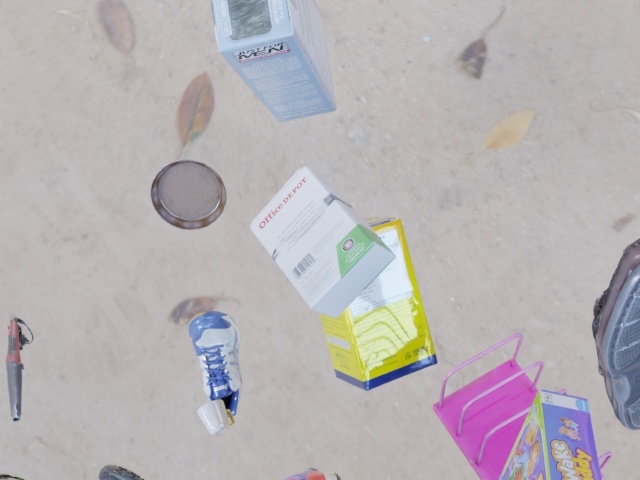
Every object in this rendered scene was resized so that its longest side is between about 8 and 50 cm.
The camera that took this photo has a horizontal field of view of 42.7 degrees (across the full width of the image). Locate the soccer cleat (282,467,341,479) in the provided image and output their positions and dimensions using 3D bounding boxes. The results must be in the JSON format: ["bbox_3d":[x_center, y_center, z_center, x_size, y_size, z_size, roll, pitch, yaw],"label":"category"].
[{"bbox_3d":[-0.048,0.527,1.705,0.116,0.318,0.108,5,72,-13],"label":"soccer cleat"}]

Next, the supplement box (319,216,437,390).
[{"bbox_3d":[0.109,0.139,1.916,0.194,0.195,0.356,-17,97,-20],"label":"supplement box"}]

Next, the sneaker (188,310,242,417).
[{"bbox_3d":[-0.225,0.286,1.866,0.112,0.131,0.296,-13,134,-2],"label":"sneaker"}]

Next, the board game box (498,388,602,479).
[{"bbox_3d":[0.331,0.423,1.180,0.078,0.347,0.233,12,125,1],"label":"board game box"}]

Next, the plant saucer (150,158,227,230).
[{"bbox_3d":[-0.289,-0.104,1.806,0.168,0.029,0.168,0,115,-1],"label":"plant saucer"}]

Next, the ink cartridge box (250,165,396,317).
[{"bbox_3d":[0.000,0.000,1.442,0.160,0.219,0.092,-46,146,11],"label":"ink cartridge box"}]

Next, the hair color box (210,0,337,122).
[{"bbox_3d":[-0.068,-0.330,1.287,0.114,0.374,0.185,-10,81,8],"label":"hair color box"}]

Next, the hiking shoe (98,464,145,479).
[{"bbox_3d":[-0.317,0.494,1.436,0.227,0.086,0.114,43,73,-2],"label":"hiking shoe"}]

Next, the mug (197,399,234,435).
[{"bbox_3d":[-0.223,0.390,1.799,0.078,0.064,0.062,-14,148,-27],"label":"mug"}]

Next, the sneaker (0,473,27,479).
[{"bbox_3d":[-0.367,0.301,0.904,0.134,0.343,0.146,23,100,-51],"label":"sneaker"}]

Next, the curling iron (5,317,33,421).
[{"bbox_3d":[-0.605,0.254,1.646,0.035,0.274,0.068,-30,129,3],"label":"curling iron"}]

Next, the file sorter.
[{"bbox_3d":[0.380,0.355,1.556,0.202,0.290,0.182,-27,150,-12],"label":"file sorter"}]

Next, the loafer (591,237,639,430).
[{"bbox_3d":[0.338,0.097,0.902,0.109,0.095,0.302,-25,134,-5],"label":"loafer"}]
